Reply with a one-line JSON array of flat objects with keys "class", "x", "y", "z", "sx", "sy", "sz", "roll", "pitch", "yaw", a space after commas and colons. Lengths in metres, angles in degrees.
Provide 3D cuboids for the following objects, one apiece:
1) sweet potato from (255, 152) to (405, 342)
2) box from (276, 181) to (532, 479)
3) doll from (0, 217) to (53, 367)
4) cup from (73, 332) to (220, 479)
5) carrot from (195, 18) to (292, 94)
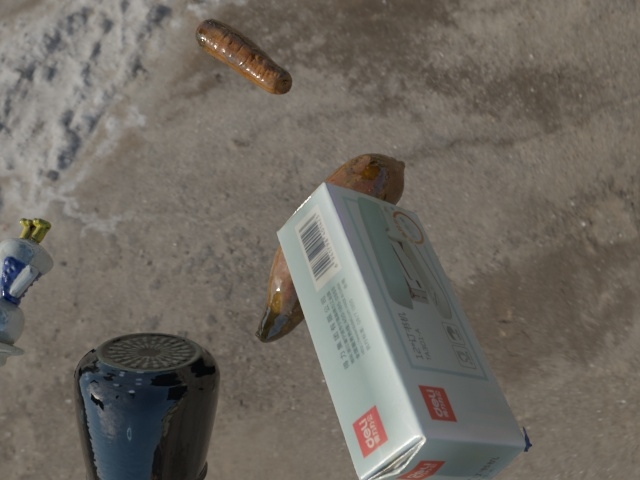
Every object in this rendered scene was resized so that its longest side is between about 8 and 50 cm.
[{"class": "sweet potato", "x": -0.002, "y": 0.000, "z": 0.990, "sx": 0.097, "sy": 0.097, "sz": 0.292, "roll": 38, "pitch": 88, "yaw": 27}, {"class": "box", "x": 0.065, "y": 0.081, "z": 0.686, "sx": 0.079, "sy": 0.135, "sz": 0.270, "roll": -46, "pitch": 46, "yaw": 31}, {"class": "doll", "x": -0.557, "y": 0.099, "z": 1.398, "sx": 0.138, "sy": 0.119, "sz": 0.293, "roll": -1, "pitch": 68, "yaw": 41}, {"class": "cup", "x": -0.211, "y": 0.203, "z": 0.958, "sx": 0.223, "sy": 0.169, "sz": 0.177, "roll": -142, "pitch": 51, "yaw": -67}, {"class": "carrot", "x": -0.119, "y": -0.290, "z": 1.239, "sx": 0.186, "sy": 0.060, "sz": 0.060, "roll": 35, "pitch": 95, "yaw": 13}]
